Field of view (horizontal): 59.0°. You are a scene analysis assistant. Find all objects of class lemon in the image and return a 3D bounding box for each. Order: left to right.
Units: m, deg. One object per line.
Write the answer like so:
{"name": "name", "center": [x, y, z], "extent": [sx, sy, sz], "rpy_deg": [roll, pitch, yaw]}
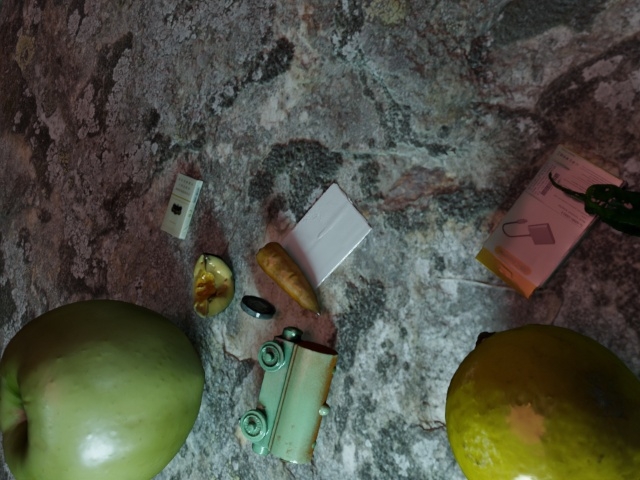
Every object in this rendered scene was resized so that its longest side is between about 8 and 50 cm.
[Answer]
{"name": "lemon", "center": [0.327, 0.269, 0.818], "extent": [0.297, 0.297, 0.296], "rpy_deg": [-6, 79, 35]}

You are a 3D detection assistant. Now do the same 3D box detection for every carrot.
{"name": "carrot", "center": [-0.063, 0.094, 1.258], "extent": [0.072, 0.072, 0.205], "rpy_deg": [-51, 61, 19]}

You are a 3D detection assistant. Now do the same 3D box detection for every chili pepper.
{"name": "chili pepper", "center": [0.497, -0.065, 0.855], "extent": [0.279, 0.065, 0.122], "rpy_deg": [-4, 81, 23]}

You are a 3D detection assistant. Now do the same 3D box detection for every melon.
{"name": "melon", "center": [-0.271, 0.116, 1.411], "extent": [0.128, 0.079, 0.160], "rpy_deg": [-23, 70, 51]}

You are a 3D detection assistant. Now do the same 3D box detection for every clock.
{"name": "clock", "center": [-0.144, 0.154, 1.301], "extent": [0.085, 0.085, 0.017], "rpy_deg": [35, 109, 35]}

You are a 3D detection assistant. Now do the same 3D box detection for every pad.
{"name": "pad", "center": [0.000, 0.000, 1.268], "extent": [0.232, 0.004, 0.156], "rpy_deg": [-47, 59, 21]}

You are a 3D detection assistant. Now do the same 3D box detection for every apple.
{"name": "apple", "center": [-0.502, 0.362, 1.320], "extent": [0.474, 0.474, 0.473], "rpy_deg": [-6, 79, 35]}

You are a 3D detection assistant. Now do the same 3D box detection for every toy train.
{"name": "toy train", "center": [-0.060, 0.332, 1.206], "extent": [0.177, 0.116, 0.285], "rpy_deg": [15, 91, 24]}

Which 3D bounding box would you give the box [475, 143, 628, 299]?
{"name": "box", "center": [0.388, -0.031, 0.972], "extent": [0.129, 0.033, 0.247], "rpy_deg": [44, 108, 31]}

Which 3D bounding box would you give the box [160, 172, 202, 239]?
{"name": "box", "center": [-0.381, -0.095, 1.550], "extent": [0.090, 0.024, 0.166], "rpy_deg": [23, 97, 37]}
